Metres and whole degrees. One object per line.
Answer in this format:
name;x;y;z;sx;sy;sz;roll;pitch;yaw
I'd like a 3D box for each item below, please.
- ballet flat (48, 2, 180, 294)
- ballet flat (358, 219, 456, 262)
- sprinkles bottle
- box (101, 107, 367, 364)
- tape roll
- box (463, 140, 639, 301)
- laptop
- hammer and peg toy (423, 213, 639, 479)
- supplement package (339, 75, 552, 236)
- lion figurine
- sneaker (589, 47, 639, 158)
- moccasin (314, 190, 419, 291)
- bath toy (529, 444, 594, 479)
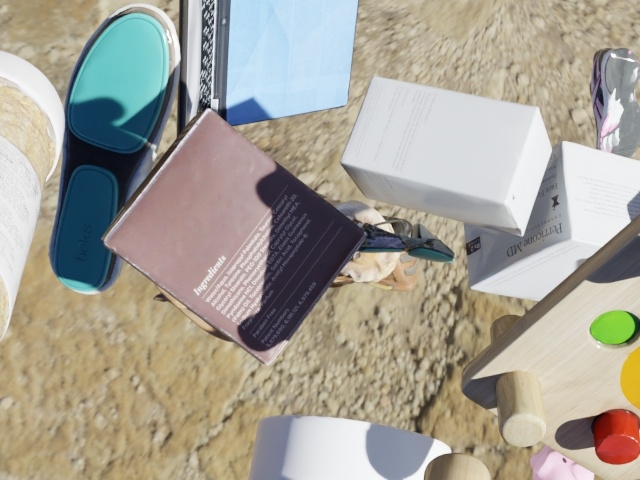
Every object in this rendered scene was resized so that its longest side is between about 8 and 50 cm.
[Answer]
ballet flat;-0.267;-0.123;1.418;0.139;0.139;0.400;19;110;5
ballet flat;0.092;-0.001;1.131;0.114;0.041;0.041;7;107;-21
sprinkles bottle;-0.254;-0.010;0.734;0.121;0.355;0.121;-3;122;-4
box;-0.093;-0.006;1.105;0.203;0.168;0.167;38;86;-11
tape roll;0.041;0.329;1.543;0.286;0.286;0.100;5;70;8
box;0.290;-0.012;1.243;0.182;0.181;0.119;11;65;-29
laptop;-0.067;-0.301;1.636;0.236;0.408;0.381;6;123;1
hammer and peg toy;0.257;0.135;0.876;0.266;0.127;0.361;31;123;-17
supplement package;0.130;-0.086;1.099;0.179;0.105;0.105;16;76;24
lion figurine;-0.072;0.051;1.701;0.392;0.142;0.240;-43;84;21
sneaker;0.434;-0.204;1.604;0.072;0.077;0.178;-5;111;-11
moccasin;0.002;-0.002;1.866;0.380;0.139;0.147;13;130;27
bath toy;0.372;0.329;1.576;0.151;0.129;0.348;25;105;-33
